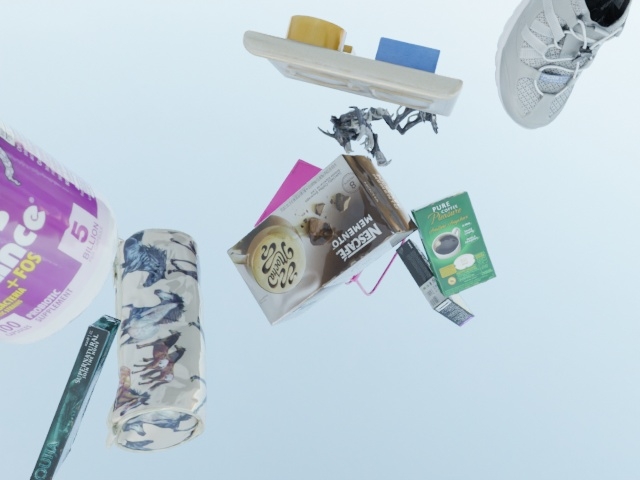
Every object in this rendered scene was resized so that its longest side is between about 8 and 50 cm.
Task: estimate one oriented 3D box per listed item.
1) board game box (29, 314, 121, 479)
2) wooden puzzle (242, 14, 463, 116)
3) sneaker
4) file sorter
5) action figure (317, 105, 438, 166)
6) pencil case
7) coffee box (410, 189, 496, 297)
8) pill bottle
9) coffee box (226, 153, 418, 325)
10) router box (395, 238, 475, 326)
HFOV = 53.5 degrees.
[{"bbox_3d":[-0.293,0.186,0.767,0.026,0.186,0.126,21,175,-11],"label":"board game box"},{"bbox_3d":[0.070,-0.285,1.036,0.322,0.081,0.348,16,-170,7],"label":"wooden puzzle"},{"bbox_3d":[0.276,-0.239,0.710,0.105,0.281,0.115,-3,-137,-9],"label":"sneaker"},{"bbox_3d":[0.035,-0.022,1.530,0.290,0.182,0.202,27,-102,27],"label":"file sorter"},{"bbox_3d":[0.128,-0.258,1.505,0.275,0.164,0.141,-13,-105,28],"label":"action figure"},{"bbox_3d":[-0.303,0.174,1.157,0.183,0.160,0.410,3,-129,-19],"label":"pencil case"},{"bbox_3d":[0.257,0.006,1.224,0.113,0.184,0.040,-23,-169,0],"label":"coffee box"},{"bbox_3d":[-0.319,-0.042,0.497,0.169,0.301,0.169,-13,-122,22],"label":"pill bottle"},{"bbox_3d":[0.000,0.000,1.136,0.168,0.297,0.119,58,-155,11],"label":"coffee box"},{"bbox_3d":[0.247,0.091,1.375,0.046,0.133,0.179,-41,-131,15],"label":"router box"}]
